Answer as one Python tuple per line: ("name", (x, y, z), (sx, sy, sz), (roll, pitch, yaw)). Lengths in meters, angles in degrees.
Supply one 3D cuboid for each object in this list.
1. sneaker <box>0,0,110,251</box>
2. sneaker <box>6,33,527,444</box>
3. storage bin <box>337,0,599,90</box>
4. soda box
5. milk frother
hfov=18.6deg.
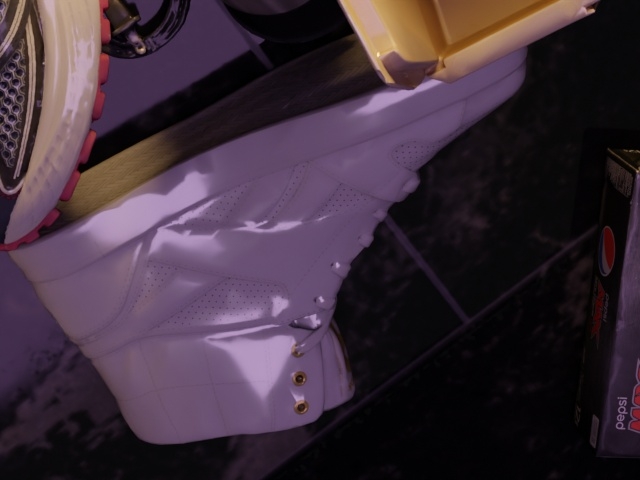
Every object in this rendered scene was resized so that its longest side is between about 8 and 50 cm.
("sneaker", (-0.167, -0.141, 0.955), (0.112, 0.121, 0.299), (-3, 105, -18))
("sneaker", (0.000, 0.000, 1.041), (0.292, 0.108, 0.169), (-26, 110, 10))
("storage bin", (0.097, -0.230, 0.826), (0.262, 0.123, 0.260), (-26, 100, 18))
("soda box", (0.185, 0.036, 1.099), (0.060, 0.053, 0.169), (3, 106, -9))
("milk frother", (-0.064, -0.143, 0.966), (0.129, 0.135, 0.143), (43, 94, 14))
